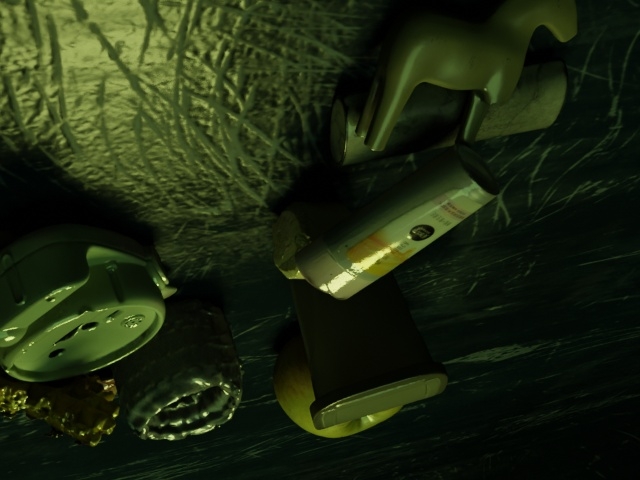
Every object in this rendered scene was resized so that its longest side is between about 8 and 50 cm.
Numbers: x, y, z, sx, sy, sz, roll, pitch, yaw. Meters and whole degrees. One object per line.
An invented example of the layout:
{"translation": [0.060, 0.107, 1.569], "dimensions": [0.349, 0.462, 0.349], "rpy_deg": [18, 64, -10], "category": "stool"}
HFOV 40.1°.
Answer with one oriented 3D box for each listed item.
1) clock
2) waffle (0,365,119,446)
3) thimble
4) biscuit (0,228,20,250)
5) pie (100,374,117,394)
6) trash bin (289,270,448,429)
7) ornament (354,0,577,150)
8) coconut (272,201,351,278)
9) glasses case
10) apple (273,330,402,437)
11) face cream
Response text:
{"translation": [-0.333, 0.097, 1.192], "dimensions": [0.265, 0.108, 0.324], "rpy_deg": [-36, 157, 20], "category": "clock"}
{"translation": [-0.443, 0.212, 1.238], "dimensions": [0.293, 0.260, 0.069], "rpy_deg": [15, 100, -32], "category": "waffle"}
{"translation": [-0.230, 0.218, 1.444], "dimensions": [0.205, 0.172, 0.236], "rpy_deg": [7, 141, -45], "category": "thimble"}
{"translation": [-0.491, 0.055, 1.134], "dimensions": [0.249, 0.035, 0.184], "rpy_deg": [-35, 148, 29], "category": "biscuit"}
{"translation": [-0.407, 0.282, 1.594], "dimensions": [0.092, 0.034, 0.170], "rpy_deg": [-4, 150, -33], "category": "pie"}
{"translation": [0.061, 0.157, 1.424], "dimensions": [0.220, 0.250, 0.219], "rpy_deg": [-16, 153, -6], "category": "trash bin"}
{"translation": [0.179, -0.210, 1.003], "dimensions": [0.230, 0.061, 0.244], "rpy_deg": [5, 122, -25], "category": "ornament"}
{"translation": [0.000, 0.000, 1.256], "dimensions": [0.122, 0.116, 0.116], "rpy_deg": [2, 146, -34], "category": "coconut"}
{"translation": [0.163, -0.164, 1.109], "dimensions": [0.299, 0.060, 0.114], "rpy_deg": [-12, 147, -13], "category": "glasses case"}
{"translation": [0.041, 0.259, 1.656], "dimensions": [0.261, 0.194, 0.260], "rpy_deg": [-17, 151, -9], "category": "apple"}
{"translation": [0.095, -0.018, 1.115], "dimensions": [0.269, 0.073, 0.107], "rpy_deg": [-35, 129, 29], "category": "face cream"}
